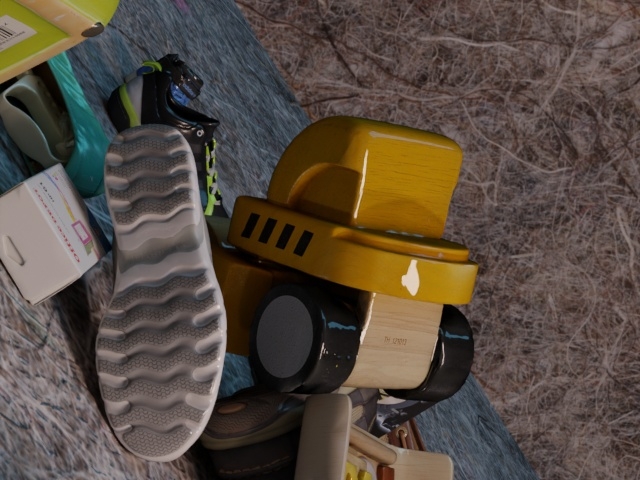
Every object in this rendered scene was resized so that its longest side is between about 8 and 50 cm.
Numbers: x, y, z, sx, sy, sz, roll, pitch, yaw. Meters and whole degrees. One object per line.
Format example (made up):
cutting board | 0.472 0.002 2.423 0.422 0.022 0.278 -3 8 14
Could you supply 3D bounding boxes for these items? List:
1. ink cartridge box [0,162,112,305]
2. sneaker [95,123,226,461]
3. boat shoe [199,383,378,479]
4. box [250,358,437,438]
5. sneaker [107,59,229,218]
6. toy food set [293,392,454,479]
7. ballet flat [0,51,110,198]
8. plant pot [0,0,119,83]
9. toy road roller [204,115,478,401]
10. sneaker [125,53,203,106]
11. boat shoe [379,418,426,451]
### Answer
ink cartridge box | -0.222 -0.007 1.292 0.088 0.052 0.122 59 10 -7
sneaker | -0.123 0.049 1.324 0.115 0.105 0.281 75 13 -68
boat shoe | -0.024 0.199 1.530 0.355 0.132 0.130 -3 81 -71
box | 0.036 0.145 1.772 0.147 0.180 0.077 54 9 -33
sneaker | -0.149 -0.097 1.823 0.235 0.097 0.084 56 10 -15
toy food set | 0.052 0.271 1.406 0.306 0.092 0.220 41 53 -64
ballet flat | -0.267 -0.147 1.437 0.247 0.083 0.087 59 23 13
plant pot | -0.286 -0.223 1.149 0.207 0.228 0.227 67 10 13
toy road roller | 0.000 0.000 1.457 0.202 0.241 0.329 9 7 -42
sneaker | -0.179 -0.167 1.930 0.058 0.084 0.152 49 13 -46
boat shoe | 0.140 0.343 1.848 0.342 0.123 0.123 62 10 4
